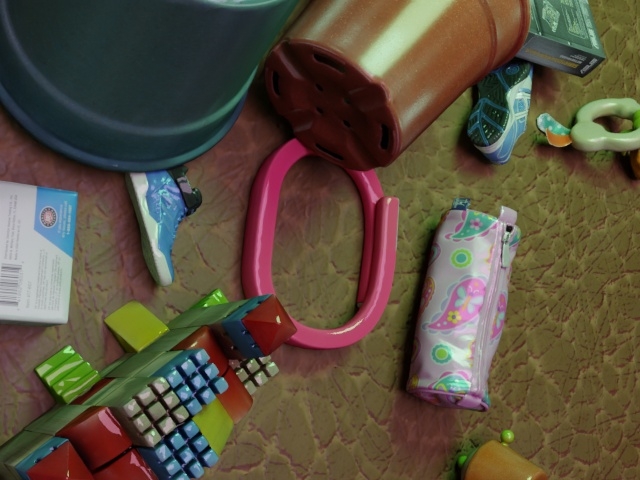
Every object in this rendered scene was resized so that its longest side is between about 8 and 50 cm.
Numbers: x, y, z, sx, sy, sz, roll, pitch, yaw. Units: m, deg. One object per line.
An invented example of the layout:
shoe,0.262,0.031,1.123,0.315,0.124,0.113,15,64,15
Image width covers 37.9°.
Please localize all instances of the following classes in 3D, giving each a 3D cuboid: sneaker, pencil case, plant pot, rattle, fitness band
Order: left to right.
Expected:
plant pot,-0.169,-0.284,0.989,0.341,0.334,0.341,8,72,-26
sneaker,-0.177,-0.024,1.127,0.085,0.058,0.152,-13,82,-22
fitness band,0.000,0.000,1.234,0.209,0.054,0.290,12,75,-25
plant pot,0.084,-0.245,1.185,0.272,0.272,0.265,47,62,-16
pencil case,0.201,0.091,1.294,0.124,0.124,0.284,22,73,-25
sneaker,0.279,-0.209,1.423,0.081,0.080,0.211,51,55,-45
rattle,0.443,-0.150,1.523,0.200,0.142,0.130,-22,61,-16

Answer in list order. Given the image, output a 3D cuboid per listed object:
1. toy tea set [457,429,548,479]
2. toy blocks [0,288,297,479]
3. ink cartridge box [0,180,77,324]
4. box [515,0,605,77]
toy tea set,0.194,0.420,1.265,0.336,0.124,0.200,-41,133,-32
toy blocks,-0.177,0.182,0.978,0.381,0.261,0.190,-37,101,-29
ink cartridge box,-0.374,0.012,0.992,0.203,0.086,0.148,8,79,-28
box,0.331,-0.376,1.438,0.183,0.056,0.231,9,59,-29
